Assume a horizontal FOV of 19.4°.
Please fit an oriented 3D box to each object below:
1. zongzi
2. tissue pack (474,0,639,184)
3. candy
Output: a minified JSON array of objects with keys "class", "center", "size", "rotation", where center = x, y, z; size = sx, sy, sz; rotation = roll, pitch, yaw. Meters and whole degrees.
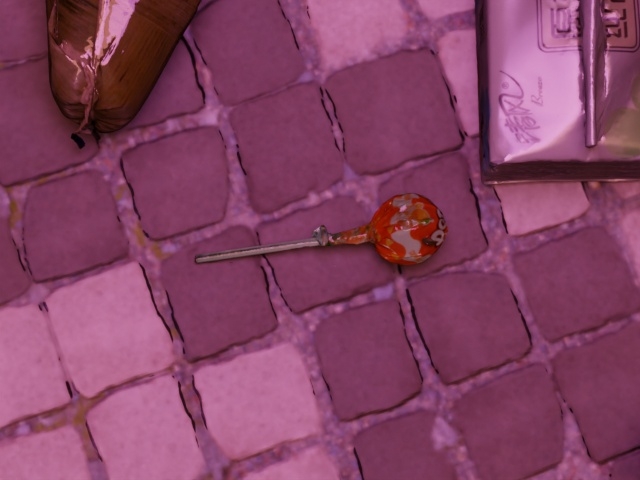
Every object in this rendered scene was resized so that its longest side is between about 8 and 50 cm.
[{"class":"zongzi","center":[-0.187,-0.192,1.341],"size":[0.204,0.094,0.205],"rotation":[27,81,5]},{"class":"tissue pack","center":[0.194,-0.163,1.327],"size":[0.159,0.145,0.229],"rotation":[0,82,-3]},{"class":"candy","center":[0.000,0.000,1.353],"size":[0.184,0.049,0.055],"rotation":[-8,52,2]}]
